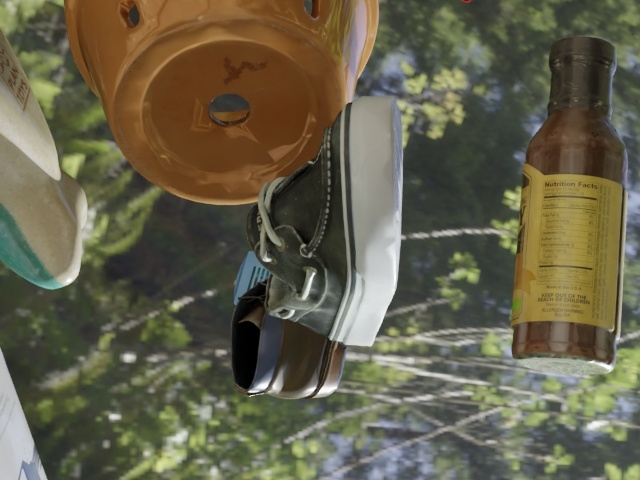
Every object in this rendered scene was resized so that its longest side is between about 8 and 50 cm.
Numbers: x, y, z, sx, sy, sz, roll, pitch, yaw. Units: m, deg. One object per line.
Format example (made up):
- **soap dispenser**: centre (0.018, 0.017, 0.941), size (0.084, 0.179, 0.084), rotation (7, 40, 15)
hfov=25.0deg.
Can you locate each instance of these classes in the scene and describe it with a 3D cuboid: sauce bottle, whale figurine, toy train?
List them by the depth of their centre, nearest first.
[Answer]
- **whale figurine**: centre (-0.251, -0.077, 0.866), size (0.141, 0.272, 0.216), rotation (-31, -153, 10)
- **sauce bottle**: centre (0.260, -0.038, 1.477), size (0.111, 0.111, 0.344), rotation (-5, -110, 37)
- **toy train**: centre (-0.031, 0.062, 1.637), size (0.105, 0.184, 0.080), rotation (17, -94, 12)

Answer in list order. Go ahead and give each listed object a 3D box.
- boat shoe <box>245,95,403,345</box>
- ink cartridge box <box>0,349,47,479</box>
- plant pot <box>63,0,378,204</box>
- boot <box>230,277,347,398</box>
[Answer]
- **boat shoe**: centre (0.000, 0.000, 1.127), size (0.119, 0.335, 0.121), rotation (5, -119, 0)
- **ink cartridge box**: centre (-0.210, 0.146, 0.721), size (0.140, 0.082, 0.190), rotation (-12, -68, 5)
- **plant pot**: centre (-0.085, -0.168, 1.269), size (0.291, 0.291, 0.203), rotation (-40, -147, 25)
- **boot**: centre (-0.026, 0.052, 1.395), size (0.082, 0.106, 0.219), rotation (13, -77, 46)
